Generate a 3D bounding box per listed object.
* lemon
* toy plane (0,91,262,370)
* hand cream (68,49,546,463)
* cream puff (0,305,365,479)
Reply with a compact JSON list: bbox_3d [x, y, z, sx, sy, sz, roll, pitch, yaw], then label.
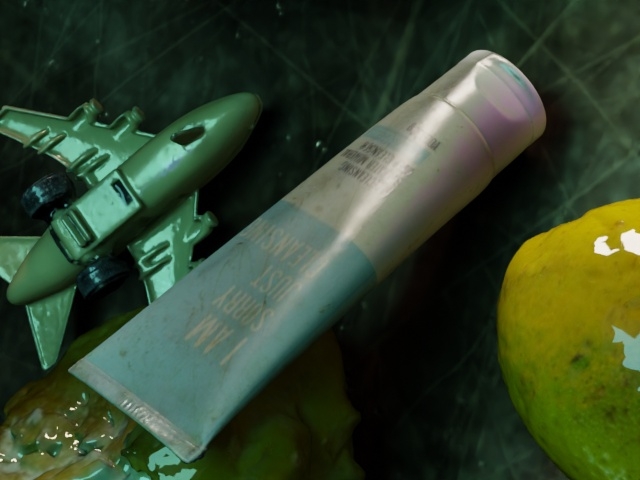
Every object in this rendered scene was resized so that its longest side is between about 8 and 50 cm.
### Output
[{"bbox_3d":[0.190,0.069,0.971,0.170,0.170,0.207,-49,66,17],"label":"lemon"},{"bbox_3d":[-0.136,-0.022,1.246,0.244,0.092,0.229,-40,79,25],"label":"toy plane"},{"bbox_3d":[0.000,0.000,1.054,0.312,0.070,0.111,-40,49,-24],"label":"hand cream"},{"bbox_3d":[-0.089,0.162,1.120,0.282,0.185,0.282,-27,27,15],"label":"cream puff"}]
